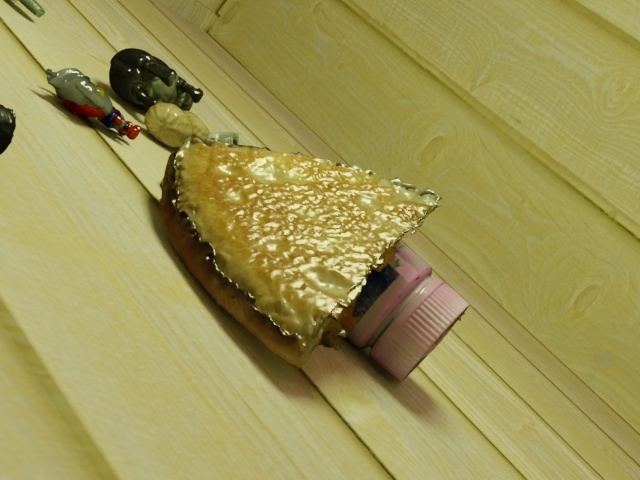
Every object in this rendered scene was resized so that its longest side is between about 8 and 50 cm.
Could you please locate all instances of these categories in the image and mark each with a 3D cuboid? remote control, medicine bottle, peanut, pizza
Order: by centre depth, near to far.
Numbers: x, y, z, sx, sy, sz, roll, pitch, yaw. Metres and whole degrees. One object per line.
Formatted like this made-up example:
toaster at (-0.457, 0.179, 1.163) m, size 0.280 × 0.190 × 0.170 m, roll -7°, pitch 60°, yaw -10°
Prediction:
pizza at (-0.075, -0.028, 1.286) m, size 0.392 × 0.080 × 0.435 m, roll 25°, pitch 36°, yaw 16°
medicine bottle at (0.077, 0.071, 1.451) m, size 0.291 × 0.178 × 0.178 m, roll 42°, pitch 11°, yaw 13°
peanut at (-0.269, -0.213, 1.740) m, size 0.082 × 0.082 × 0.187 m, roll 43°, pitch 10°, yaw 18°
remote control at (-0.195, -0.175, 1.822) m, size 0.029 × 0.087 × 0.190 m, roll 0°, pitch 6°, yaw 8°

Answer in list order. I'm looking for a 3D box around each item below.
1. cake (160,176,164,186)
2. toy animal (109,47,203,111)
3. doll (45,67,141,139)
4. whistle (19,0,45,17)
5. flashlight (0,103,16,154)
cake at (-0.218, -0.086, 1.472) m, size 0.084 × 0.044 × 0.084 m, roll 36°, pitch 11°, yaw -8°
toy animal at (-0.331, -0.312, 1.876) m, size 0.168 × 0.106 × 0.343 m, roll 32°, pitch 4°, yaw 0°
doll at (-0.373, -0.225, 1.477) m, size 0.195 × 0.062 × 0.104 m, roll 37°, pitch 9°, yaw -48°
whistle at (-0.645, -0.541, 1.831) m, size 0.236 × 0.077 × 0.114 m, roll 43°, pitch 4°, yaw 7°
flashlight at (-0.424, -0.156, 0.944) m, size 0.093 × 0.093 × 0.232 m, roll 47°, pitch 12°, yaw 35°
